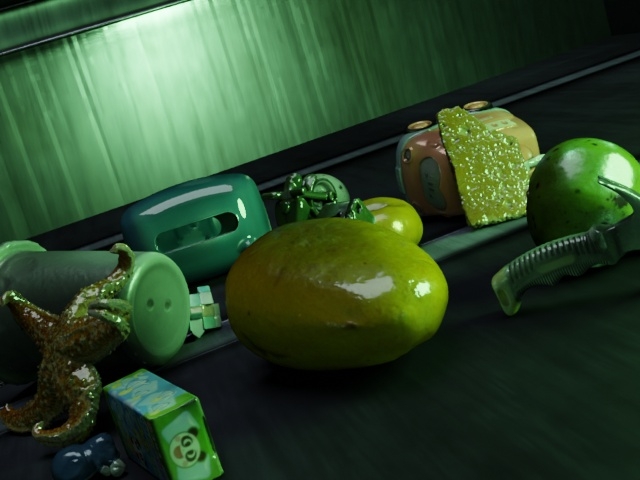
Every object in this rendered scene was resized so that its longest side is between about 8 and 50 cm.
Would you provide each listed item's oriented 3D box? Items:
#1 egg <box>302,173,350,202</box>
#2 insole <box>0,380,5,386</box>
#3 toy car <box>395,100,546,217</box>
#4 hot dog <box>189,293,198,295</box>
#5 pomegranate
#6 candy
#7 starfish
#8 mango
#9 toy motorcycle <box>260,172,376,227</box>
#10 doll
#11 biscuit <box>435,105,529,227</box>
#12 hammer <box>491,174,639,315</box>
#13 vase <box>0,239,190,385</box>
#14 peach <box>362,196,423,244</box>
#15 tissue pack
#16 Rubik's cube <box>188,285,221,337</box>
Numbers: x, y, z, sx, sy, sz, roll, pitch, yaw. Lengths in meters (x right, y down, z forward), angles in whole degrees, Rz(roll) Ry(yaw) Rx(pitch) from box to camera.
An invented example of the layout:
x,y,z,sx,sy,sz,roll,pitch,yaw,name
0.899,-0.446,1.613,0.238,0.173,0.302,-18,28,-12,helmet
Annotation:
x,y,z,sx,sy,sz,roll,pitch,yaw,name
-0.015,-0.069,2.145,0.164,0.131,0.131,-20,12,-36,egg
-0.517,0.217,1.853,0.310,0.012,0.110,-25,13,-31,insole
0.291,-0.144,1.988,0.271,0.180,0.212,-20,22,-16,toy car
-0.268,0.120,1.893,0.122,0.036,0.049,-8,3,16,hot dog
0.397,-0.048,1.441,0.225,0.186,0.187,11,19,10,pomegranate
-0.184,0.215,1.201,0.062,0.097,0.194,-22,12,-25,candy
-0.354,0.139,1.452,0.113,0.312,0.303,29,-5,-38,starfish
0.021,0.068,1.364,0.253,0.182,0.365,-22,12,-26,mango
0.000,0.000,1.679,0.205,0.127,0.275,-8,56,42,toy motorcycle
-0.279,0.262,1.244,0.083,0.050,0.076,-22,9,-12,doll
0.295,-0.140,1.863,0.131,0.236,0.026,-13,-23,-1,biscuit
0.322,0.019,1.321,0.227,0.158,0.041,-26,6,24,hammer
-0.367,0.116,1.655,0.291,0.244,0.245,-1,18,26,vase
0.092,-0.013,1.818,0.179,0.103,0.179,-19,12,4,peach
-0.246,-0.019,2.081,0.288,0.198,0.206,-16,10,-7,tissue pack
-0.199,0.116,1.711,0.073,0.075,0.084,-12,12,35,Rubik's cube
